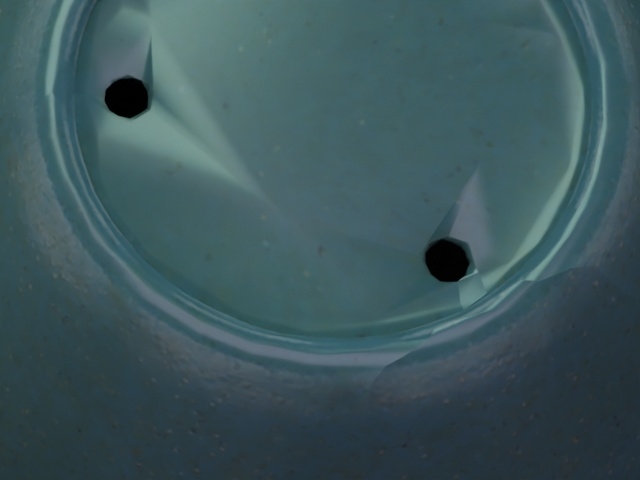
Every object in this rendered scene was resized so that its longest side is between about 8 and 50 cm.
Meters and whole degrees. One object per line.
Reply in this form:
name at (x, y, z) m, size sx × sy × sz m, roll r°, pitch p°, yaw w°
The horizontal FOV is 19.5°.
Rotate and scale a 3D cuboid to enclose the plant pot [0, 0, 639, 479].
plant pot at (0.000, 0.000, 0.501) m, size 0.290 × 0.195 × 0.290 m, roll 1°, pitch 70°, yaw -3°
